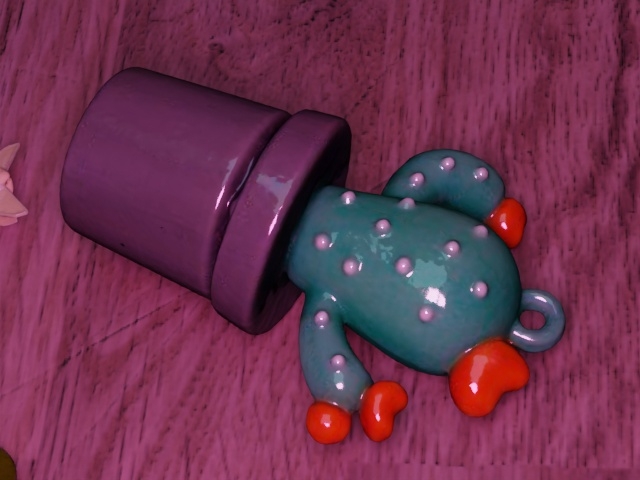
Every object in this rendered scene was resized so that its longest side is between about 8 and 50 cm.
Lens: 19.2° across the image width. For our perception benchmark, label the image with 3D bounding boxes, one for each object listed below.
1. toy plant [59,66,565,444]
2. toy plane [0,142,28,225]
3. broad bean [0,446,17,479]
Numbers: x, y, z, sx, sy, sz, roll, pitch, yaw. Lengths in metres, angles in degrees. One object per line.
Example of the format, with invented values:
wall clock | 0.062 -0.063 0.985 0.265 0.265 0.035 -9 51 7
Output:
toy plant | 0.006 -0.006 1.492 0.400 0.185 0.279 23 31 15
toy plane | -0.370 -0.022 1.610 0.244 0.092 0.229 -13 38 -5
broad bean | -0.262 0.225 1.438 0.061 0.046 0.195 -16 48 11
